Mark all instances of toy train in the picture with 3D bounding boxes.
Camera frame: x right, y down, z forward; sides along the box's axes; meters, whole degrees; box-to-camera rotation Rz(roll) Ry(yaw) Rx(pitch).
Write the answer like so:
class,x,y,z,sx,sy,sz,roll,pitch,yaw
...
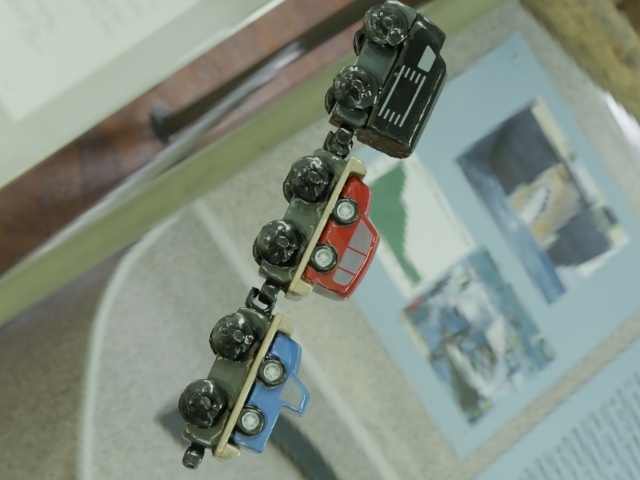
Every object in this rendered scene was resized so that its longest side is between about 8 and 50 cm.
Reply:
class,x,y,z,sx,sy,sz,roll,pitch,yaw
toy train,0.000,0.000,0.449,0.036,0.158,0.027,26,-11,-3
